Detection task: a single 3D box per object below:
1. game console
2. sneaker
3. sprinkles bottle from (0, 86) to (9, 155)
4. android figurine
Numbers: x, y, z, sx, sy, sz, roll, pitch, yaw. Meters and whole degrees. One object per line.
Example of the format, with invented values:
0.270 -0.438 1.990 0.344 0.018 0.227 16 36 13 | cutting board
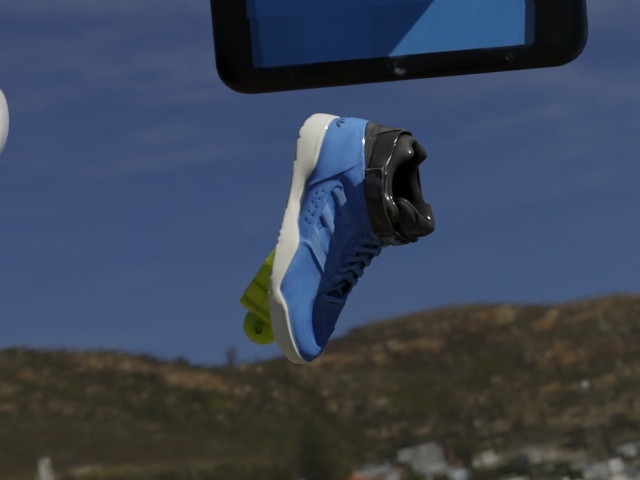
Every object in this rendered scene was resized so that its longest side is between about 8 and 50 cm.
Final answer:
0.041 -0.254 1.295 0.293 0.173 0.250 -5 -28 9 | game console
0.022 0.003 1.056 0.084 0.152 0.058 9 -3 26 | sneaker
-0.298 -0.070 1.192 0.121 0.121 0.355 -14 8 2 | sprinkles bottle
0.000 0.000 1.804 0.248 0.056 0.273 -53 -2 16 | android figurine
